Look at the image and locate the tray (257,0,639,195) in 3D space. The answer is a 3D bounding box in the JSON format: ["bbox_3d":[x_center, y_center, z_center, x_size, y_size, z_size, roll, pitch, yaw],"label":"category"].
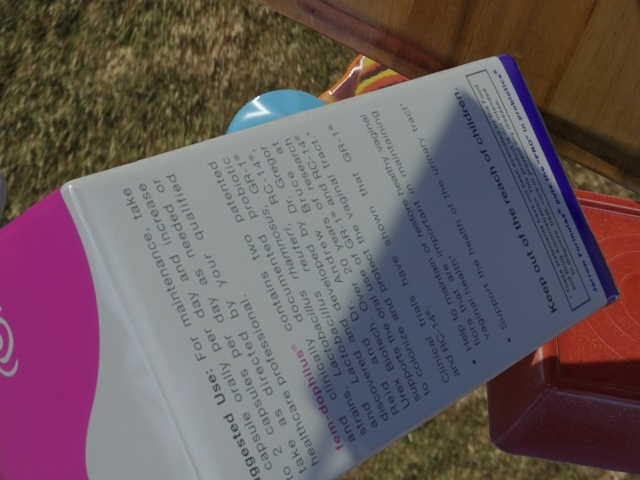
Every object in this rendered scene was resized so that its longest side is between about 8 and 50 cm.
[{"bbox_3d":[0.130,-0.231,0.392,0.202,0.076,0.411,29,125,12],"label":"tray"}]

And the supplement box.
[{"bbox_3d":[-0.008,0.020,0.409,0.111,0.220,0.114,-25,90,45],"label":"supplement box"}]

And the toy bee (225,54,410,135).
[{"bbox_3d":[0.000,0.000,0.664,0.298,0.195,0.162,-39,82,13],"label":"toy bee"}]

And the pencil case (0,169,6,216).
[{"bbox_3d":[-0.392,-0.009,1.104,0.124,0.273,0.113,18,111,-11],"label":"pencil case"}]

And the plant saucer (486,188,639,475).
[{"bbox_3d":[0.254,0.058,0.855,0.259,0.258,0.048,11,137,-6],"label":"plant saucer"}]
